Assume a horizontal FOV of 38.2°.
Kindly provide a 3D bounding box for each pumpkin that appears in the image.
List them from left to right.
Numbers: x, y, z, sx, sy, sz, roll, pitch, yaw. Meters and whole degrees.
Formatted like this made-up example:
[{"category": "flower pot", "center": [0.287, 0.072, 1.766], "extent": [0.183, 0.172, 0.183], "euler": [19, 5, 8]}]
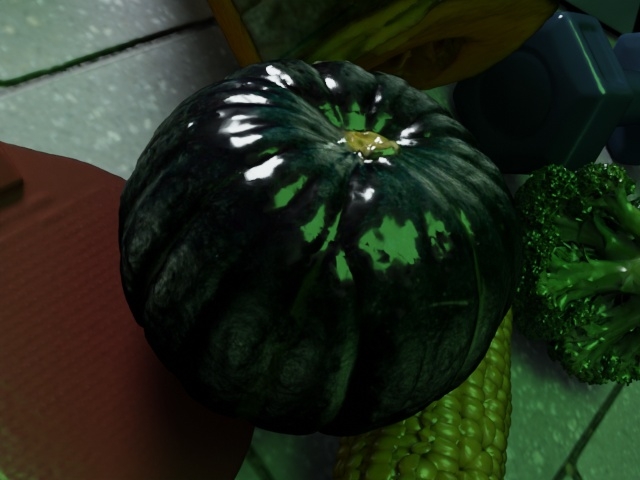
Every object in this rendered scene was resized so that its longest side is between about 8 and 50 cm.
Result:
[{"category": "pumpkin", "center": [0.000, 0.000, 0.503], "extent": [0.221, 0.162, 0.220], "euler": [16, 39, -14]}, {"category": "pumpkin", "center": [0.030, -0.223, 0.652], "extent": [0.303, 0.256, 0.225], "euler": [-22, 83, -31]}]

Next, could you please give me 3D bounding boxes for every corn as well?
[{"category": "corn", "center": [0.072, 0.104, 0.596], "extent": [0.115, 0.115, 0.317], "euler": [36, 46, -20]}]

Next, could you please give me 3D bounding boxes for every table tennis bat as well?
[{"category": "table tennis bat", "center": [-0.147, 0.019, 0.503], "extent": [0.310, 0.038, 0.200], "euler": [54, 41, -2]}]

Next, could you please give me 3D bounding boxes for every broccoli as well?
[{"category": "broccoli", "center": [0.227, 0.024, 0.754], "extent": [0.195, 0.156, 0.195], "euler": [-18, 119, -36]}]

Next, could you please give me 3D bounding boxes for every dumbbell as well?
[{"category": "dumbbell", "center": [0.280, -0.139, 0.901], "extent": [0.325, 0.160, 0.144], "euler": [-9, 40, -44]}]

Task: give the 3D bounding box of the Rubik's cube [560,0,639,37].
[{"category": "Rubik's cube", "center": [0.364, -0.420, 1.070], "extent": [0.248, 0.250, 0.246], "euler": [17, 55, -36]}]
